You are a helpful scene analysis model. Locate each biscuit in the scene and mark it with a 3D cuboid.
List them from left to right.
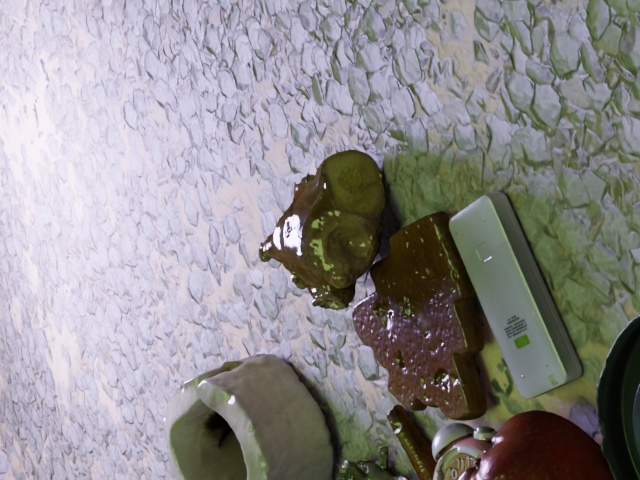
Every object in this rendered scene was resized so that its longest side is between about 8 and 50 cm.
[{"bbox_3d":[0.145,0.096,1.832,0.278,0.043,0.301,44,136,42],"label":"biscuit"}]

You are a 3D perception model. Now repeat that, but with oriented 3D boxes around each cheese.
[{"bbox_3d":[-0.120,0.338,2.236,0.292,0.153,0.332,60,144,21],"label":"cheese"}]

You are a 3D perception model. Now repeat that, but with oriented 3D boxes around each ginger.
[{"bbox_3d":[0.000,0.000,1.941,0.270,0.123,0.218,136,132,-61],"label":"ginger"}]

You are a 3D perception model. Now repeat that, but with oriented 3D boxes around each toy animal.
[{"bbox_3d":[0.089,0.345,2.001,0.086,0.069,0.220,59,158,-12],"label":"toy animal"}]

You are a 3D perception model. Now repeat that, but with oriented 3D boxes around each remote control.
[{"bbox_3d":[0.237,0.068,1.688,0.103,0.034,0.250,-40,69,55],"label":"remote control"}]

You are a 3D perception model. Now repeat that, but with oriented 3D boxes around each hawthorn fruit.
[{"bbox_3d":[0.276,0.311,1.603,0.225,0.196,0.196,33,135,10],"label":"hawthorn fruit"}]

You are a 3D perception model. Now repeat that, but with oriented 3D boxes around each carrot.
[{"bbox_3d":[0.143,0.307,1.930,0.170,0.042,0.042,59,145,26],"label":"carrot"}]

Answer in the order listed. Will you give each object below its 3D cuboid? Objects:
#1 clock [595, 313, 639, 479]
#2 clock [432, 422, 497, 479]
[{"bbox_3d":[0.427,0.214,1.428,0.325,0.067,0.325,29,126,48],"label":"clock"},{"bbox_3d":[0.218,0.321,1.783,0.166,0.093,0.162,8,100,52],"label":"clock"}]
